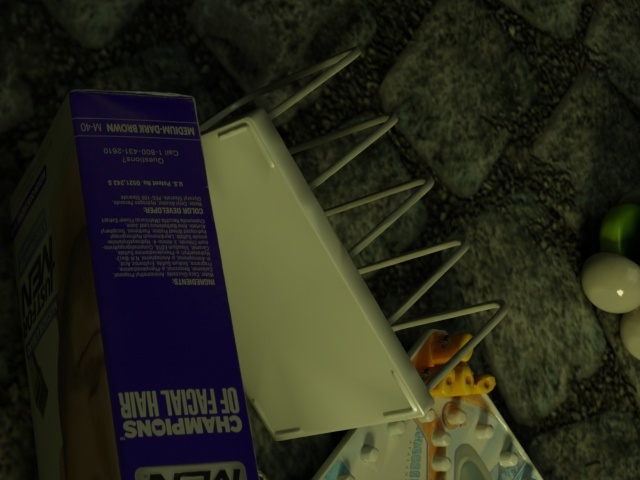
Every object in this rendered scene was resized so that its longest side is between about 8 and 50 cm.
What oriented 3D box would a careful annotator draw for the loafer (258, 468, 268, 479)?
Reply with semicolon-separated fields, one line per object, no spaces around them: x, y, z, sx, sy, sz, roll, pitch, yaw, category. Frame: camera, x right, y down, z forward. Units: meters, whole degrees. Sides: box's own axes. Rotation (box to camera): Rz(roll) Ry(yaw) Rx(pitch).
-0.118;0.253;1.252;0.251;0.087;0.094;-28;98;-40;loafer

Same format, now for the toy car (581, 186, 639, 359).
0.377;0.031;1.682;0.182;0.136;0.159;51;54;-19;toy car

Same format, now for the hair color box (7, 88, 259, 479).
-0.143;0.082;1.153;0.110;0.185;0.339;-1;65;-27;hair color box

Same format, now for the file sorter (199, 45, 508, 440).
0.000;0.000;1.346;0.173;0.192;0.278;-41;106;-40;file sorter

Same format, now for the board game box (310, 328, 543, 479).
0.120;0.344;1.434;0.390;0.050;0.390;56;51;-20;board game box
